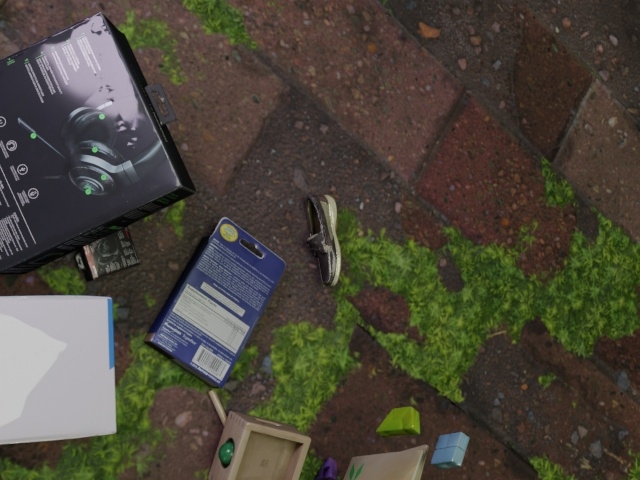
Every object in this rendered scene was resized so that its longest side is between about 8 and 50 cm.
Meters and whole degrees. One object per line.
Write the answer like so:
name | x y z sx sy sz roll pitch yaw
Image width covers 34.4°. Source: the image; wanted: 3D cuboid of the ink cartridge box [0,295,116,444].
ink cartridge box | -0.378 0.163 1.289 0.168 0.233 0.171 1 82 -34

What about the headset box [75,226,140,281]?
headset box | -0.308 0.020 1.473 0.083 0.032 0.062 -20 93 -32

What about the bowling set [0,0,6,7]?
bowling set | -0.514 -0.333 1.272 0.200 0.287 0.154 -43 96 -14

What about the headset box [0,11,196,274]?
headset box | -0.326 -0.124 1.331 0.283 0.131 0.246 -26 89 1

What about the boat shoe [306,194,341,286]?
boat shoe | 0.000 0.000 1.660 0.049 0.056 0.152 3 72 -27

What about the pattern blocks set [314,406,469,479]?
pattern blocks set | 0.078 0.370 1.488 0.026 0.325 0.285 38 66 -21

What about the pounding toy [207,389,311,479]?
pounding toy | -0.106 0.308 1.531 0.141 0.100 0.130 19 87 -26

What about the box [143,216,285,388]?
box | -0.154 0.092 1.556 0.136 0.036 0.225 38 66 -22
